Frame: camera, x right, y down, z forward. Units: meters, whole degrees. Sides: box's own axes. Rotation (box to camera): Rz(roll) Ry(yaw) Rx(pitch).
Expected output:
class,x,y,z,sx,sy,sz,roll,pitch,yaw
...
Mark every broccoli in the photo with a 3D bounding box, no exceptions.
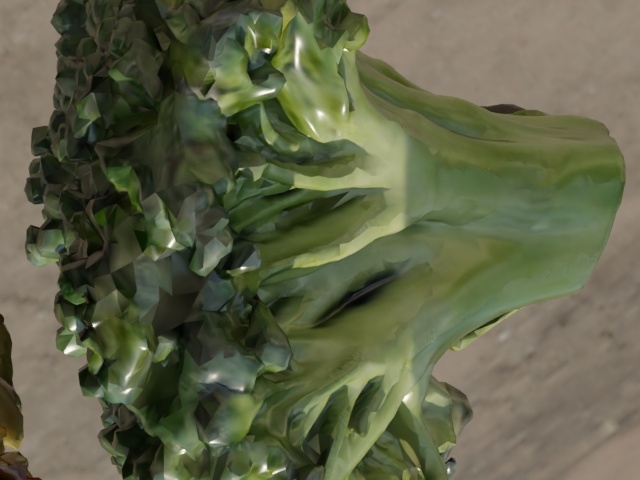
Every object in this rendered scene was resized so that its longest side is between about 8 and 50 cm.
class,x,y,z,sx,sy,sz,roll,pitch,yaw
broccoli,-0.025,-0.003,0.773,0.324,0.272,0.334,-61,-177,-2

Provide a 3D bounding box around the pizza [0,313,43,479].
class,x,y,z,sx,sy,sz,roll,pitch,yaw
pizza,-0.139,0.075,0.565,0.074,0.251,0.287,-50,162,12
